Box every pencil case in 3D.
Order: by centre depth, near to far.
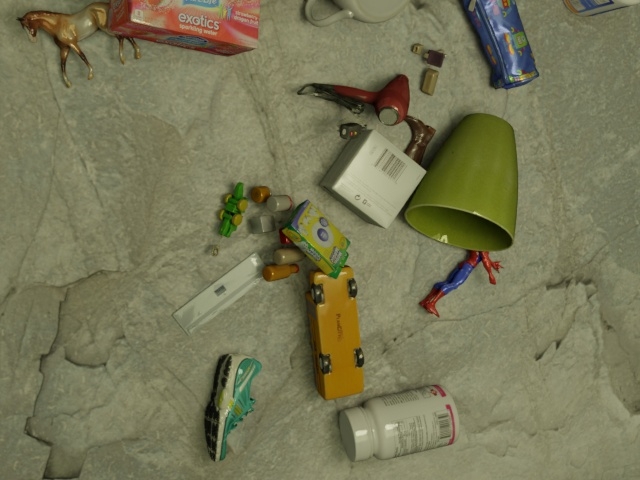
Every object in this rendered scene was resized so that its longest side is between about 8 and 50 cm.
[{"bbox_3d":[0.453,-0.532,1.847,0.133,0.119,0.306,-35,107,-40],"label":"pencil case"}]

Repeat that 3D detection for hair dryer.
[{"bbox_3d":[0.113,-0.355,1.756,0.293,0.223,0.080,-19,146,-32],"label":"hair dryer"}]

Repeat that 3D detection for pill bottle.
[{"bbox_3d":[0.750,-0.664,1.838,0.152,0.272,0.152,-2,98,-16],"label":"pill bottle"},{"bbox_3d":[0.202,0.478,1.887,0.283,0.160,0.160,-8,99,-15],"label":"pill bottle"}]

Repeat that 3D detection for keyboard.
[{"bbox_3d":[-0.242,0.132,1.792,0.256,0.014,0.072,-37,100,-9],"label":"keyboard"}]

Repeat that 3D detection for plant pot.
[{"bbox_3d":[0.382,-0.160,1.826,0.274,0.275,0.294,23,74,-18],"label":"plant pot"}]

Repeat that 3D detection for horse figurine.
[{"bbox_3d":[-0.507,-0.458,1.609,0.263,0.066,0.174,-26,108,-10],"label":"horse figurine"}]

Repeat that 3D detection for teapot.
[{"bbox_3d":[0.097,-0.640,1.705,0.256,0.187,0.253,-20,130,-32],"label":"teapot"}]

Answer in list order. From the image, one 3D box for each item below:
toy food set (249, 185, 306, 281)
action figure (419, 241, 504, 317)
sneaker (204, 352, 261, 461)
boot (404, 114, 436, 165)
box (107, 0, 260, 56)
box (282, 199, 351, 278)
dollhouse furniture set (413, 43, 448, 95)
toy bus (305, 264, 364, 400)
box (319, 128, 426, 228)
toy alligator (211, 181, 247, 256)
[{"bbox_3d":[-0.091,-0.024,1.773,0.104,0.111,0.232,-10,88,-49],"label":"toy food set"},{"bbox_3d":[0.407,0.104,1.936,0.139,0.091,0.280,39,86,-11],"label":"action figure"},{"bbox_3d":[-0.215,0.417,1.792,0.110,0.107,0.275,14,93,-27],"label":"sneaker"},{"bbox_3d":[0.233,-0.255,1.868,0.106,0.037,0.114,26,94,-15],"label":"boot"},{"bbox_3d":[-0.292,-0.509,1.578,0.300,0.142,0.154,3,92,-36],"label":"box"},{"bbox_3d":[0.000,0.000,1.727,0.179,0.043,0.105,45,44,-17],"label":"box"},{"bbox_3d":[0.282,-0.441,1.870,0.081,0.091,0.114,-26,136,-52],"label":"dollhouse furniture set"},{"bbox_3d":[0.034,0.227,1.821,0.108,0.130,0.333,-9,99,-14],"label":"toy bus"},{"bbox_3d":[0.128,-0.154,1.804,0.181,0.119,0.182,36,87,-17],"label":"box"},{"bbox_3d":[-0.214,-0.048,1.757,0.051,0.056,0.190,18,93,-58],"label":"toy alligator"}]
